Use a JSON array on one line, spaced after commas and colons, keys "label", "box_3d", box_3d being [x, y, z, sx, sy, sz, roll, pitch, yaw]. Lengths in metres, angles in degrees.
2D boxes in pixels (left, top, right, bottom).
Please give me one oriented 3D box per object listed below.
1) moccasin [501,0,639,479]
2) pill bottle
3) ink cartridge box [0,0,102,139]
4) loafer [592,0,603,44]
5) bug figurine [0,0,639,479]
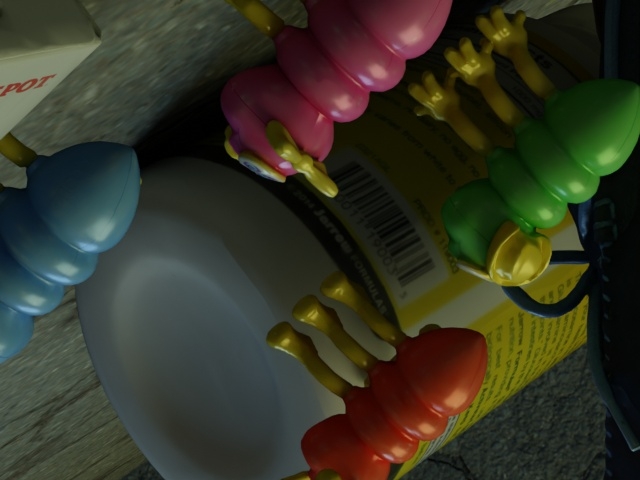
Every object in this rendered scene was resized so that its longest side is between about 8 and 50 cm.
[{"label": "moccasin", "box_3d": [0.157, -0.029, 0.704, 0.117, 0.342, 0.138, 8, 177, 38]}, {"label": "pill bottle", "box_3d": [0.056, -0.005, 0.867, 0.334, 0.188, 0.188, -29, 172, -38]}, {"label": "ink cartridge box", "box_3d": [-0.124, -0.027, 0.394, 0.122, 0.052, 0.088, -37, 174, 29]}, {"label": "loafer", "box_3d": [0.175, -0.062, 0.812, 0.096, 0.267, 0.084, -11, 175, -20]}, {"label": "bug figurine", "box_3d": [0.000, 0.000, 0.582, 0.216, 0.072, 0.279, -48, 137, 15]}]
